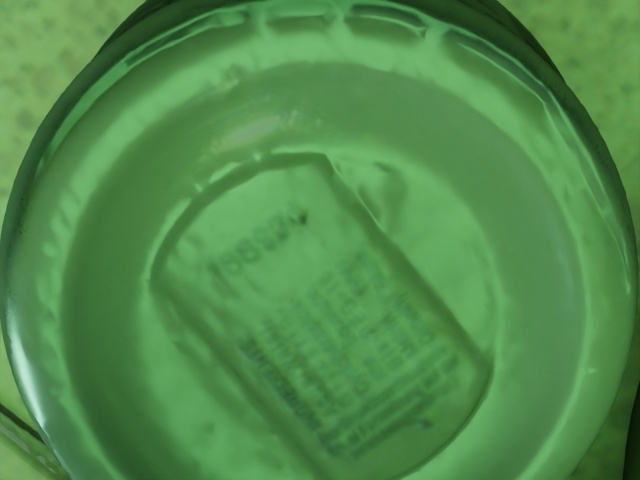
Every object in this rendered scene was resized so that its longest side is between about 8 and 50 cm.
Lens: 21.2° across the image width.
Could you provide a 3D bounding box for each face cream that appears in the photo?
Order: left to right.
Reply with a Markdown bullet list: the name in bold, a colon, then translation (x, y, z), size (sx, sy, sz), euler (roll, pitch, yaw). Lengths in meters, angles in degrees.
- **face cream**: translation (0.000, 0.000, 0.521), size (0.177, 0.153, 0.177), euler (0, 105, 1)

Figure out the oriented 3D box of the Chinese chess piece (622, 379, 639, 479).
- **Chinese chess piece**: translation (0.222, 0.083, 0.523), size (0.273, 0.102, 0.273), euler (0, 89, -16)
